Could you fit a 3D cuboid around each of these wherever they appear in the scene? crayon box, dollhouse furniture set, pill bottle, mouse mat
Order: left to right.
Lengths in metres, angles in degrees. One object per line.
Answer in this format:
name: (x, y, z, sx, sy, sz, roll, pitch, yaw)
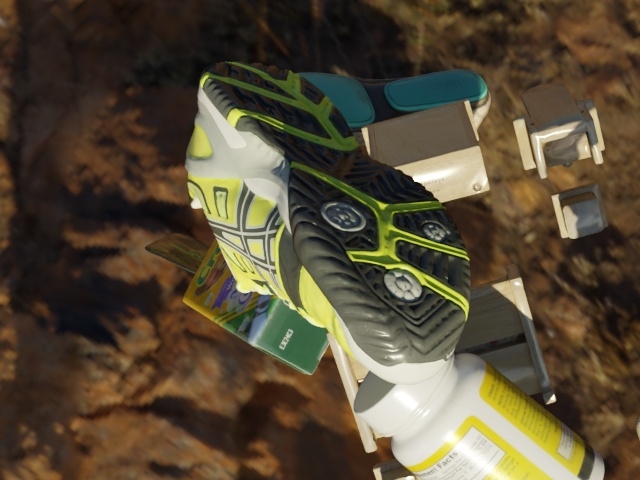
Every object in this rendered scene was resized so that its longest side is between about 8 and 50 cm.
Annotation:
mouse mat: (-0.129, 0.038, 2.121, 0.189, 0.152, 0.007, 26, 103, 7)
crayon box: (-0.049, 0.017, 1.818, 0.203, 0.083, 0.323, -61, 21, -4)
pill bottle: (0.139, 0.176, 1.428, 0.119, 0.208, 0.119, -48, 11, 13)
dollhouse furniture set: (0.160, 0.051, 1.619, 0.303, 0.355, 0.174, -15, 20, 5)

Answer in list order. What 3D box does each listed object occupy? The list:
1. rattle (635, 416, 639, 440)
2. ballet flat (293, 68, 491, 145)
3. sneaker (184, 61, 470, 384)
rattle: (0.341, 0.147, 1.167, 0.199, 0.130, 0.143, -24, 50, 22)
ballet flat: (0.060, -0.147, 2.004, 0.316, 0.106, 0.107, -2, 48, -15)
sneaker: (0.000, 0.000, 1.342, 0.385, 0.145, 0.147, 56, 137, 46)
